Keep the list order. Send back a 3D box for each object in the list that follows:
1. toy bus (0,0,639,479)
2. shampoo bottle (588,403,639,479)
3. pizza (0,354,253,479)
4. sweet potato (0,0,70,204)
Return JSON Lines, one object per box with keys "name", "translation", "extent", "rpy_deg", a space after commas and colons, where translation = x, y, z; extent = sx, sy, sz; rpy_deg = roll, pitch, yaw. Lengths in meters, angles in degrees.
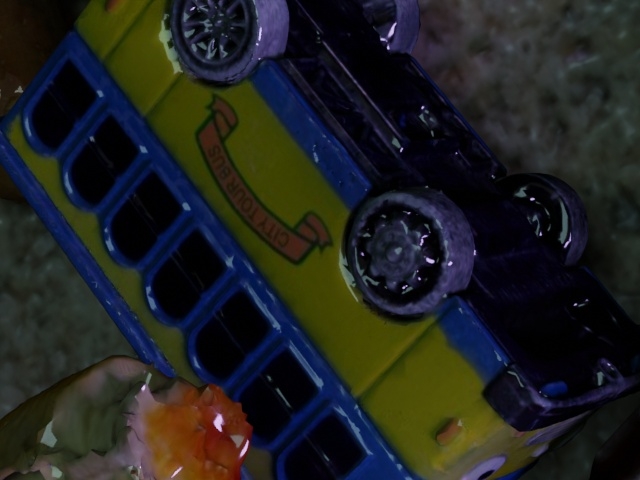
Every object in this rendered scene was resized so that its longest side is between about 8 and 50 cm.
{"name": "toy bus", "translation": [0.000, 0.000, 0.839], "extent": [0.175, 0.138, 0.288], "rpy_deg": [-47, 70, 28]}
{"name": "shampoo bottle", "translation": [0.204, 0.054, 0.782], "extent": [0.084, 0.129, 0.323], "rpy_deg": [42, 98, 9]}
{"name": "pizza", "translation": [-0.041, 0.277, 0.820], "extent": [0.406, 0.130, 0.440], "rpy_deg": [37, 128, 6]}
{"name": "sweet potato", "translation": [-0.176, -0.156, 0.969], "extent": [0.097, 0.097, 0.292], "rpy_deg": [-11, 79, 19]}
